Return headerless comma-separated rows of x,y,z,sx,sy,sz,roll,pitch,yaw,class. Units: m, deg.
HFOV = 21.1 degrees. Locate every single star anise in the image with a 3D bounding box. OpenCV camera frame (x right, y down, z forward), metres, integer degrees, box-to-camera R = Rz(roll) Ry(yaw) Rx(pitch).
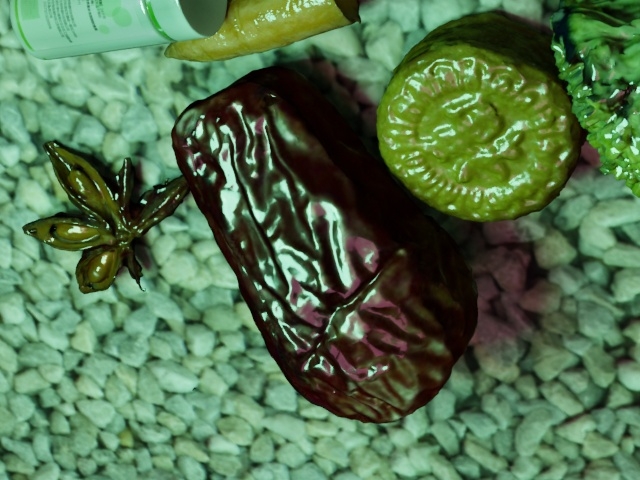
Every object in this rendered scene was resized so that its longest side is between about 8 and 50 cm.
-0.221,-0.027,1.706,0.157,0.053,0.212,28,126,-4,star anise

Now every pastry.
0.147,-0.107,1.525,0.189,0.103,0.188,7,124,10,pastry

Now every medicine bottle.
-0.182,-0.213,1.541,0.183,0.086,0.086,-4,121,28,medicine bottle

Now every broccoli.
0.324,-0.128,1.408,0.273,0.242,0.180,13,146,15,broccoli

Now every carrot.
-0.062,-0.200,1.552,0.205,0.072,0.072,-15,117,30,carrot

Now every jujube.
0.000,0.000,1.578,0.216,0.216,0.342,-33,98,30,jujube
